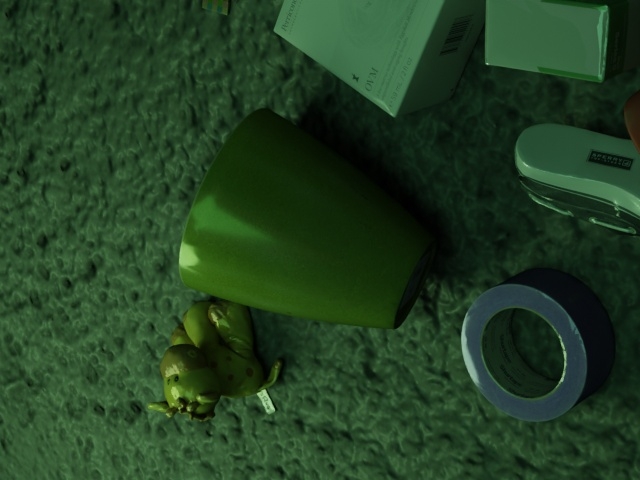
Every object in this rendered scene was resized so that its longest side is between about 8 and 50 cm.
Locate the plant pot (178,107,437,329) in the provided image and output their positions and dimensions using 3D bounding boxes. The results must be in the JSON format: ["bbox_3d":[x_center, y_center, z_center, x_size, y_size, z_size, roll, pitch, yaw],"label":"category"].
[{"bbox_3d":[0.000,0.000,2.008,0.293,0.275,0.275,25,120,14],"label":"plant pot"}]

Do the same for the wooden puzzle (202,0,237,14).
[{"bbox_3d":[-0.152,-0.361,2.154,0.083,0.006,0.049,22,118,32],"label":"wooden puzzle"}]

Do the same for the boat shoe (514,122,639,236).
[{"bbox_3d":[0.378,-0.052,1.772,0.301,0.108,0.102,16,147,21],"label":"boat shoe"}]

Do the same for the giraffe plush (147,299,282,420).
[{"bbox_3d":[-0.183,0.207,2.260,0.210,0.170,0.181,50,129,15],"label":"giraffe plush"}]

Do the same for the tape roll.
[{"bbox_3d":[0.284,0.136,1.918,0.189,0.080,0.189,15,114,35],"label":"tape roll"}]

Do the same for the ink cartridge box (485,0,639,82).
[{"bbox_3d":[0.308,-0.254,1.681,0.154,0.212,0.093,14,116,34],"label":"ink cartridge box"}]

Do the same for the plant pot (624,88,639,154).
[{"bbox_3d":[0.504,-0.133,1.548,0.275,0.275,0.243,51,119,14],"label":"plant pot"}]

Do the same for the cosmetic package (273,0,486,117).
[{"bbox_3d":[0.089,-0.319,1.888,0.224,0.138,0.224,38,125,25],"label":"cosmetic package"}]
